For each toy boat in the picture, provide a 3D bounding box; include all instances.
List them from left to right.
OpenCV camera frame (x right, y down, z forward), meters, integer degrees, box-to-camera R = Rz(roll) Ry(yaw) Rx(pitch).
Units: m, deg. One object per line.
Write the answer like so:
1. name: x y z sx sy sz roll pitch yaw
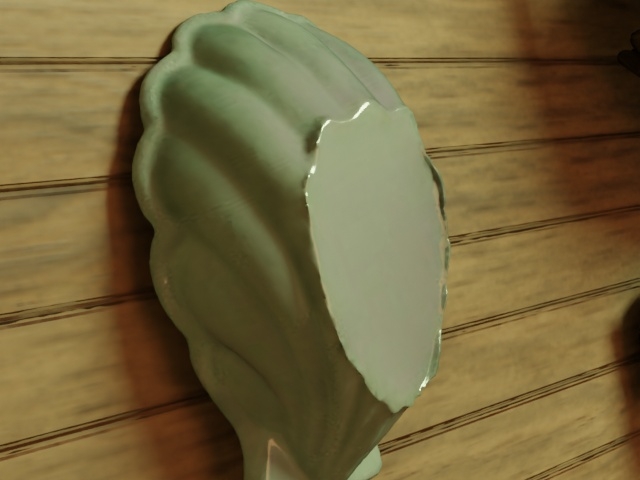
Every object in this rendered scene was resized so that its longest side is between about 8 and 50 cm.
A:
1. toy boat: 0.000 0.000 0.651 0.199 0.100 0.290 -5 89 -44

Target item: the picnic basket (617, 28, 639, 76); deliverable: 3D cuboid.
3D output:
1. picnic basket: 0.335 -0.267 0.897 0.321 0.291 0.254 34 55 12
